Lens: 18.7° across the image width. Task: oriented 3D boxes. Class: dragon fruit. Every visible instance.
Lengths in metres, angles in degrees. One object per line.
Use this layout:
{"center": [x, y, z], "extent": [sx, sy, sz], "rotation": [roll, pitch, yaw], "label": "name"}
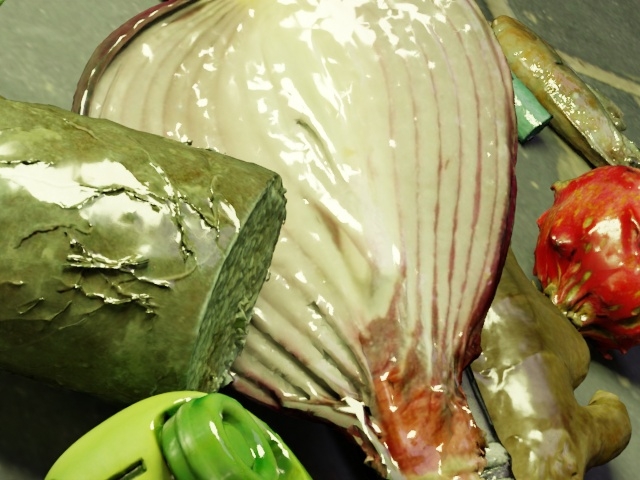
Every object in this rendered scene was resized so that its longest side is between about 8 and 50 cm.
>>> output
{"center": [0.204, 0.024, 1.448], "extent": [0.111, 0.153, 0.153], "rotation": [-29, 74, -40], "label": "dragon fruit"}

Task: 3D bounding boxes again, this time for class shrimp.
{"center": [0.233, -0.119, 1.740], "extent": [0.223, 0.047, 0.126], "rotation": [51, 21, 14], "label": "shrimp"}

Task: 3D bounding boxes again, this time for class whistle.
{"center": [0.125, -0.163, 1.667], "extent": [0.186, 0.039, 0.039], "rotation": [49, 31, 10], "label": "whistle"}

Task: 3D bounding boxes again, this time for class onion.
{"center": [0.000, 0.000, 1.177], "extent": [0.159, 0.267, 0.349], "rotation": [113, -39, -81], "label": "onion"}

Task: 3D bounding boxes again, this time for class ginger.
{"center": [0.128, 0.069, 1.340], "extent": [0.166, 0.080, 0.333], "rotation": [5, 44, -31], "label": "ginger"}

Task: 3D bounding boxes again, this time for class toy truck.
{"center": [-0.048, 0.162, 0.960], "extent": [0.187, 0.148, 0.210], "rotation": [56, 16, 1], "label": "toy truck"}

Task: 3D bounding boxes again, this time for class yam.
{"center": [-0.140, -0.001, 1.000], "extent": [0.254, 0.154, 0.154], "rotation": [20, 35, -11], "label": "yam"}

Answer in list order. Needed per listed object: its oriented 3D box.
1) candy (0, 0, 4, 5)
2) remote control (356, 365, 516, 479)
{"center": [-0.304, -0.145, 1.019], "extent": [0.142, 0.132, 0.343], "rotation": [19, 21, 23], "label": "candy"}
{"center": [0.056, 0.102, 1.232], "extent": [0.090, 0.066, 0.266], "rotation": [-18, 59, -6], "label": "remote control"}
